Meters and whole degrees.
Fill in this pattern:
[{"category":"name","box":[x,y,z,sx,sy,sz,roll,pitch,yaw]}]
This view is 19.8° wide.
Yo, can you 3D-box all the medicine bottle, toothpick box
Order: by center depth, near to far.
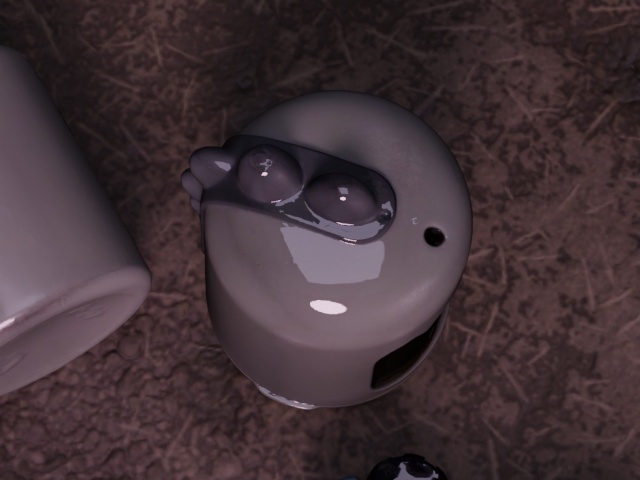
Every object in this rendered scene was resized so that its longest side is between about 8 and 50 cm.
[{"category":"toothpick box","box":[0.000,0.000,1.434,0.229,0.316,0.229,0,75,-1]},{"category":"medicine bottle","box":[-0.303,-0.055,1.492,0.208,0.208,0.340,-29,77,-10]}]

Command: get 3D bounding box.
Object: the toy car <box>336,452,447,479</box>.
[{"category":"toy car","box":[0.117,0.291,1.442,0.314,0.198,0.166,15,106,3]}]
